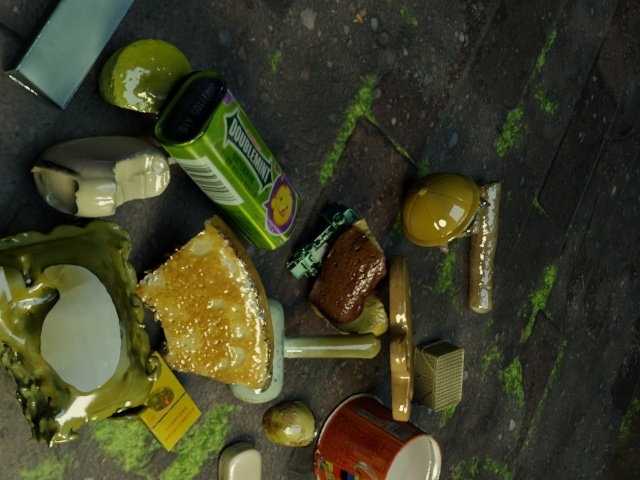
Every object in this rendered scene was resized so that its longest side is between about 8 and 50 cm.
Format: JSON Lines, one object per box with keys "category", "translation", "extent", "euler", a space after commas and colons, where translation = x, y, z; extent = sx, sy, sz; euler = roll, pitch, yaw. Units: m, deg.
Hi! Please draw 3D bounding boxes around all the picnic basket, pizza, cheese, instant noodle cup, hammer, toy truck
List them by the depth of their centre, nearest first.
{"category": "cheese", "translation": [-0.283, -0.115, 0.943], "extent": [0.286, 0.163, 0.082], "euler": [-30, 135, -51]}
{"category": "pizza", "translation": [-0.194, 0.116, 1.056], "extent": [0.089, 0.222, 0.324], "euler": [-73, 151, -68]}
{"category": "hammer", "translation": [-0.028, 0.201, 1.196], "extent": [0.305, 0.113, 0.202], "euler": [-1, 103, -15]}
{"category": "toy truck", "translation": [0.000, 0.000, 1.275], "extent": [0.175, 0.081, 0.067], "euler": [-44, 126, -4]}
{"category": "instant noodle cup", "translation": [0.136, 0.493, 1.405], "extent": [0.250, 0.192, 0.251], "euler": [-9, 104, -40]}
{"category": "picnic basket", "translation": [0.300, 0.343, 1.595], "extent": [0.115, 0.079, 0.164], "euler": [-8, 104, -41]}

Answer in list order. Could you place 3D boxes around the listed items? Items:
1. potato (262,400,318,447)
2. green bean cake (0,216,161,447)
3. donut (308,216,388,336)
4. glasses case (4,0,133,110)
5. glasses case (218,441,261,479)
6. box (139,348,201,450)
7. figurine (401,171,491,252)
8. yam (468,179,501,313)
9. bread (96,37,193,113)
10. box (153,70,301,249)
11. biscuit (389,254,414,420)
{"category": "potato", "translation": [-0.064, 0.388, 1.293], "extent": [0.103, 0.066, 0.096], "euler": [6, 92, -40]}
{"category": "green bean cake", "translation": [-0.371, 0.125, 0.829], "extent": [0.284, 0.202, 0.310], "euler": [-16, 91, -39]}
{"category": "donut", "translation": [0.063, 0.110, 1.273], "extent": [0.151, 0.112, 0.295], "euler": [-25, 135, -17]}
{"category": "glasses case", "translation": [-0.350, -0.329, 0.907], "extent": [0.266, 0.056, 0.105], "euler": [-63, 155, -12]}
{"category": "glasses case", "translation": [-0.160, 0.501, 1.239], "extent": [0.083, 0.050, 0.197], "euler": [-4, 101, -39]}
{"category": "box", "translation": [-0.268, 0.267, 1.042], "extent": [0.087, 0.023, 0.155], "euler": [-45, 122, -33]}
{"category": "figurine", "translation": [0.285, -0.068, 1.446], "extent": [0.192, 0.167, 0.256], "euler": [-48, 160, 13]}
{"category": "yam", "translation": [0.429, 0.019, 1.646], "extent": [0.081, 0.081, 0.357], "euler": [-8, 103, -40]}
{"category": "bread", "translation": [-0.265, -0.245, 0.947], "extent": [0.129, 0.114, 0.111], "euler": [9, 92, -42]}
{"category": "box", "translation": [-0.133, -0.116, 1.021], "extent": [0.134, 0.097, 0.346], "euler": [-70, 154, -21]}
{"category": "biscuit", "translation": [0.180, 0.209, 1.378], "extent": [0.275, 0.052, 0.355], "euler": [51, 39, -77]}
